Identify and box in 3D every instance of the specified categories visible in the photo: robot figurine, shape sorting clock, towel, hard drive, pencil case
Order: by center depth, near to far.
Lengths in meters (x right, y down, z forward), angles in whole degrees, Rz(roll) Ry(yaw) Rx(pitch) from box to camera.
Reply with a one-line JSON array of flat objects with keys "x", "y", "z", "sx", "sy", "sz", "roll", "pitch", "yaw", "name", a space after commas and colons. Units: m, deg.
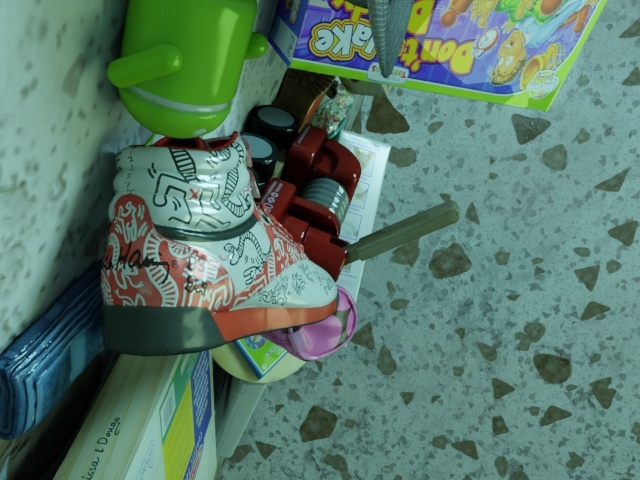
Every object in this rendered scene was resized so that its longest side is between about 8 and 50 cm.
[{"x": -0.075, "y": -0.109, "z": 0.349, "sx": 0.101, "sy": 0.067, "sz": 0.115, "roll": -45, "pitch": 159, "yaw": -58, "name": "robot figurine"}, {"x": -0.163, "y": 0.068, "z": 0.403, "sx": 0.119, "sy": 0.029, "sz": 0.067, "roll": -65, "pitch": 177, "yaw": -55, "name": "towel"}, {"x": -0.060, "y": 0.069, "z": 0.709, "sx": 0.098, "sy": 0.209, "sz": 0.095, "roll": -21, "pitch": 113, "yaw": -36, "name": "pencil case"}, {"x": -0.076, "y": 0.094, "z": 0.870, "sx": 0.040, "sy": 0.206, "sz": 0.206, "roll": -9, "pitch": -127, "yaw": 56, "name": "shape sorting clock"}, {"x": -0.133, "y": 0.205, "z": 1.073, "sx": 0.353, "sy": 0.047, "sz": 0.233, "roll": 114, "pitch": -17, "yaw": -52, "name": "hard drive"}]

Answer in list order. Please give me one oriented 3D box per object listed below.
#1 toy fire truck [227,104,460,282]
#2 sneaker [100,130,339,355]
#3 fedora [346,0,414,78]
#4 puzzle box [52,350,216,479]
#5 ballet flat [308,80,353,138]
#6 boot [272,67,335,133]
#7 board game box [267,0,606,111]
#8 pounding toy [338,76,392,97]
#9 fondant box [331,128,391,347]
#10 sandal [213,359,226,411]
[{"x": 0.010, "y": -0.040, "z": 0.673, "sx": 0.217, "sy": 0.246, "sz": 0.158, "roll": -65, "pitch": 176, "yaw": -53, "name": "toy fire truck"}, {"x": -0.055, "y": -0.006, "z": 0.482, "sx": 0.270, "sy": 0.090, "sz": 0.145, "roll": -3, "pitch": 95, "yaw": -64, "name": "sneaker"}, {"x": 0.007, "y": -0.240, "z": 0.340, "sx": 0.243, "sy": 0.124, "sz": 0.275, "roll": -69, "pitch": 170, "yaw": -47, "name": "fedora"}, {"x": -0.158, "y": 0.256, "z": 0.508, "sx": 0.409, "sy": 0.052, "sz": 0.272, "roll": -80, "pitch": 174, "yaw": -60, "name": "puzzle box"}, {"x": 0.000, "y": -0.214, "z": 1.018, "sx": 0.091, "sy": 0.077, "sz": 0.241, "roll": -33, "pitch": -166, "yaw": 18, "name": "ballet flat"}, {"x": -0.029, "y": -0.189, "z": 0.851, "sx": 0.158, "sy": 0.059, "sz": 0.084, "roll": -59, "pitch": 179, "yaw": -12, "name": "boot"}, {"x": 0.144, "y": -0.275, "z": 0.648, "sx": 0.078, "sy": 0.347, "sz": 0.233, "roll": 60, "pitch": -40, "yaw": 46, "name": "board game box"}, {"x": 0.081, "y": -0.382, "z": 1.051, "sx": 0.181, "sy": 0.094, "sz": 0.206, "roll": 47, "pitch": 60, "yaw": -57, "name": "pounding toy"}, {"x": 0.000, "y": 0.000, "z": 1.063, "sx": 0.238, "sy": 0.096, "sz": 0.330, "roll": 174, "pitch": -71, "yaw": -72, "name": "fondant box"}, {"x": -0.166, "y": 0.160, "z": 0.993, "sx": 0.097, "sy": 0.055, "sz": 0.254, "roll": -151, "pitch": -107, "yaw": -85, "name": "sandal"}]
